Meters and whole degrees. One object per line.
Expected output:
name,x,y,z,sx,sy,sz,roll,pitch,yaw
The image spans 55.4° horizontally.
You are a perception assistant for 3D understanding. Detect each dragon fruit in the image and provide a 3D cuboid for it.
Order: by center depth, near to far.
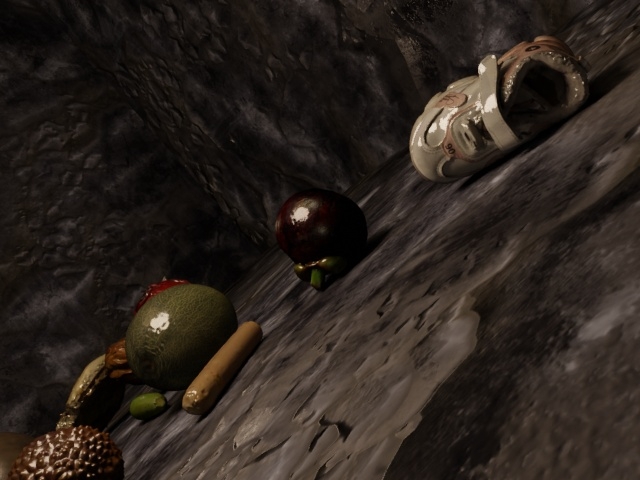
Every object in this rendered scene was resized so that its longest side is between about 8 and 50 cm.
dragon fruit,-0.541,0.294,2.269,0.296,0.302,0.295,-40,27,25

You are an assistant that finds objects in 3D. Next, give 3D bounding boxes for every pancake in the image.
pancake,-0.719,0.523,1.922,0.382,0.071,0.382,21,-90,-84

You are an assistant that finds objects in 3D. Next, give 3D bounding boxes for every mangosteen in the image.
mangosteen,-0.004,-0.010,1.382,0.216,0.216,0.216,-40,6,5

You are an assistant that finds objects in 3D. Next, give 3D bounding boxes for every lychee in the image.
lychee,-0.426,0.405,1.022,0.200,0.200,0.238,-41,9,-6

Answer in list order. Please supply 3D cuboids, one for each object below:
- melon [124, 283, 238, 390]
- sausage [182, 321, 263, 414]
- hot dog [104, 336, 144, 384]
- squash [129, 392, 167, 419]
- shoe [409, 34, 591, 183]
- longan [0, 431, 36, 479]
melon,-0.328,0.227,1.470,0.237,0.237,0.302,-38,2,28
sausage,-0.199,0.261,1.263,0.066,0.065,0.301,-38,4,26
hot dog,-0.468,0.320,1.877,0.388,0.174,0.267,-31,-12,-31
squash,-0.448,0.432,1.593,0.066,0.066,0.201,-45,10,-36
shoe,0.313,-0.233,1.100,0.351,0.172,0.198,-41,8,16
longan,-0.667,0.528,1.241,0.288,0.288,0.350,-41,3,0
